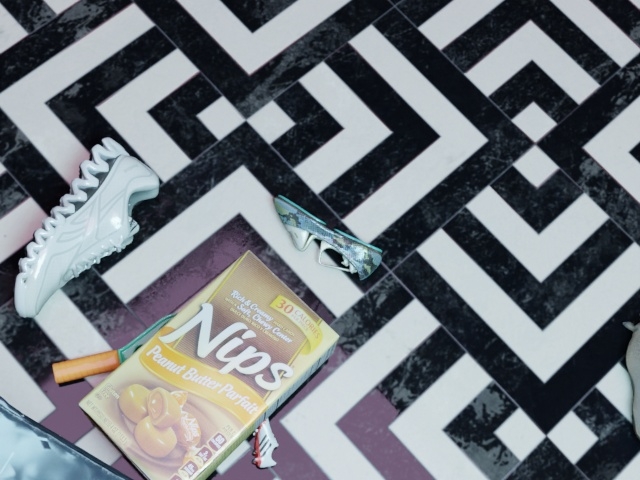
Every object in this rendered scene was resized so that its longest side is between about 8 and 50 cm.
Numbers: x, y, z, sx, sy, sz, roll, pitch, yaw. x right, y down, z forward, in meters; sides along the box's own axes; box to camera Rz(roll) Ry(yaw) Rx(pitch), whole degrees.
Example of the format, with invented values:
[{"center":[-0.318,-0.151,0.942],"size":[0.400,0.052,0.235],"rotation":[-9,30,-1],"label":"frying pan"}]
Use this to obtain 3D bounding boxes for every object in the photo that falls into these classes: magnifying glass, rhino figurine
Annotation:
[{"center":[-0.263,0.163,1.380],"size":[0.231,0.026,0.092],"rotation":[-13,73,-10],"label":"magnifying glass"},{"center":[0.505,0.196,1.434],"size":[0.106,0.073,0.243],"rotation":[3,69,-9],"label":"rhino figurine"}]

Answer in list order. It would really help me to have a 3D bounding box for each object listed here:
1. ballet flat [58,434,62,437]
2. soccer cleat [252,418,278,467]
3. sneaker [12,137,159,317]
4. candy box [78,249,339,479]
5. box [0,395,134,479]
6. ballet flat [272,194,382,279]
[{"center":[-0.400,0.451,1.227],"size":[0.147,0.147,0.408],"rotation":[24,73,2],"label":"ballet flat"},{"center":[-0.076,0.278,1.362],"size":[0.036,0.029,0.083],"rotation":[8,70,-17],"label":"soccer cleat"},{"center":[-0.338,-0.008,1.394],"size":[0.118,0.110,0.292],"rotation":[31,71,-5],"label":"sneaker"},{"center":[-0.148,0.187,1.328],"size":[0.183,0.087,0.316],"rotation":[43,71,11],"label":"candy box"},{"center":[-0.320,0.472,1.015],"size":[0.472,0.297,0.480],"rotation":[40,67,-24],"label":"box"},{"center":[0.000,0.000,1.450],"size":[0.188,0.070,0.070],"rotation":[29,70,7],"label":"ballet flat"}]
